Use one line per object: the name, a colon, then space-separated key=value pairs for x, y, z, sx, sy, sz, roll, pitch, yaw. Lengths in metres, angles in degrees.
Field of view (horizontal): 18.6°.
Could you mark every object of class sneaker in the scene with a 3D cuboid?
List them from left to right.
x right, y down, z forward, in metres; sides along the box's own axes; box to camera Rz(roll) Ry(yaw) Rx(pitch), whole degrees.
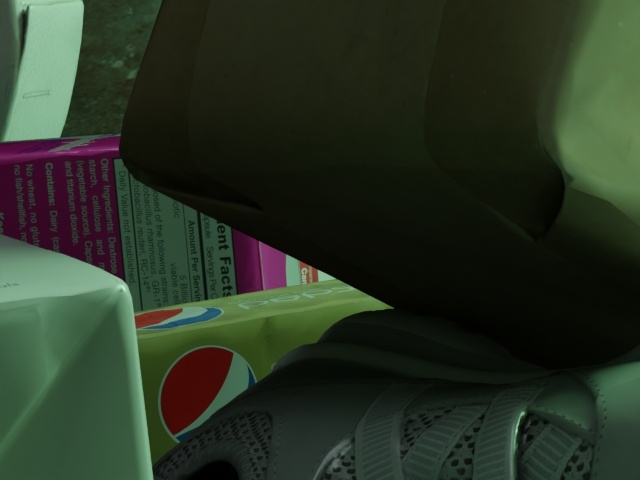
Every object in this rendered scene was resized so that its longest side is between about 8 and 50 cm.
sneaker: x=0.042 y=0.084 z=0.455 sx=0.115 sy=0.105 sz=0.281 roll=-28 pitch=11 yaw=-26

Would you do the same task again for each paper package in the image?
paper package: x=0.141 y=-0.114 z=0.569 sx=0.309 sy=0.324 sz=0.168 roll=26 pitch=-14 yaw=-37

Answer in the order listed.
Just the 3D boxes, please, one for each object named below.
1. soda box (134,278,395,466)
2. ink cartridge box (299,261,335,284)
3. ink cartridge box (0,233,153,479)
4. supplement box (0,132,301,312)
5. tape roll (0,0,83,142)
soda box: x=-0.029 y=0.053 z=0.777 sx=0.181 sy=0.058 sz=0.061 roll=-10 pitch=8 yaw=-23
ink cartridge box: x=0.000 y=0.000 z=1.152 sx=0.135 sy=0.056 sz=0.099 roll=-11 pitch=10 yaw=-33
ink cartridge box: x=-0.105 y=0.066 z=0.454 sx=0.078 sy=0.134 sz=0.231 roll=-9 pitch=8 yaw=-22
supplement box: x=-0.127 y=0.003 z=1.029 sx=0.220 sy=0.114 sz=0.111 roll=-3 pitch=7 yaw=8
tape roll: x=-0.333 y=-0.144 z=1.235 sx=0.392 sy=0.392 sz=0.072 roll=-2 pitch=8 yaw=24
